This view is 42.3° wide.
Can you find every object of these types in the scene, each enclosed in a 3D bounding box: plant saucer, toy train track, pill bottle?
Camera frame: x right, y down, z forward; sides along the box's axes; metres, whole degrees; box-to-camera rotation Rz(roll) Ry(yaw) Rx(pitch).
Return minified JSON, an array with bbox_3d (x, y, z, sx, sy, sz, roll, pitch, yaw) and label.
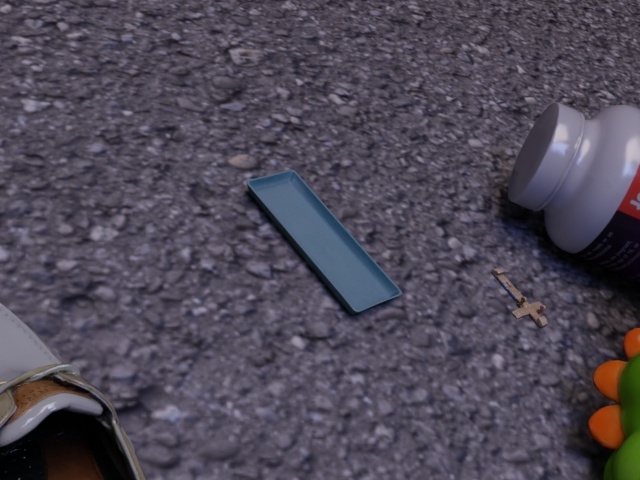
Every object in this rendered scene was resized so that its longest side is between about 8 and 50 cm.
[{"bbox_3d":[0.000,0.000,0.846,0.067,0.018,0.192,-18,55,-39],"label":"plant saucer"},{"bbox_3d":[0.216,0.058,0.893,0.048,0.014,0.083,-14,53,-37],"label":"toy train track"},{"bbox_3d":[0.391,-0.039,0.955,0.323,0.181,0.181,23,40,-3],"label":"pill bottle"}]

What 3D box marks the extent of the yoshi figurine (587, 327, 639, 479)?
[{"bbox_3d":[0.404,0.116,0.748,0.362,0.203,0.203,-51,34,-14],"label":"yoshi figurine"}]

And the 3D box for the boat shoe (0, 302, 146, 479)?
[{"bbox_3d":[-0.183,0.129,0.549,0.113,0.103,0.302,-24,59,-42],"label":"boat shoe"}]
